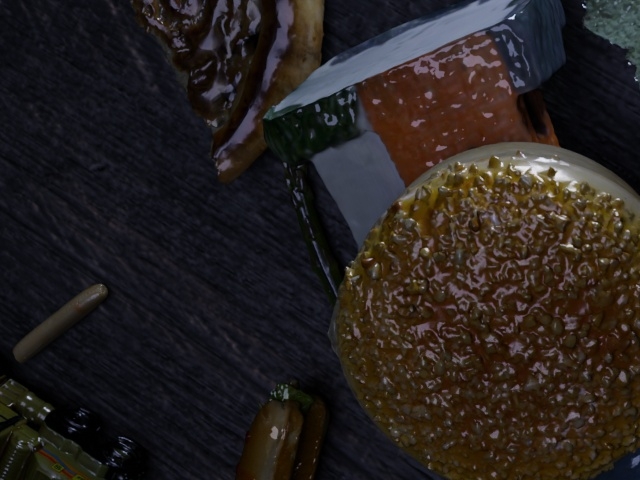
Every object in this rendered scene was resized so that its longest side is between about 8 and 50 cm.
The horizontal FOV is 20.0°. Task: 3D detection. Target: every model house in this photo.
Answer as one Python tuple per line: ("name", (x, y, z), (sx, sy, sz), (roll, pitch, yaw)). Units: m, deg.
("model house", (0.131, -0.051, 1.628), (0.271, 0.190, 0.301), (-21, 98, 23))

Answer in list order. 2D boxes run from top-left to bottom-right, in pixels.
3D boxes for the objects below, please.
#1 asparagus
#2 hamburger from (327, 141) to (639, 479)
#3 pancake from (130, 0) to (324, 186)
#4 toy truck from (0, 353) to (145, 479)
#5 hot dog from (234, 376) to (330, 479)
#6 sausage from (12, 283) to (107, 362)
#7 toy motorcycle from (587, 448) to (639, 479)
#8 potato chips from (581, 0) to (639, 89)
("asparagus", (0.000, 0.000, 1.759), (0.034, 0.027, 0.236), (-20, 90, 19))
("hamburger", (0.159, 0.064, 1.470), (0.302, 0.170, 0.302), (5, 116, 10))
("pancake", (-0.071, -0.211, 1.741), (0.212, 0.056, 0.257), (-30, 86, 23))
("toy truck", (-0.317, 0.221, 1.872), (0.257, 0.127, 0.127), (33, 110, 18))
("hot dog", (-0.053, 0.248, 1.778), (0.076, 0.104, 0.250), (18, 109, 26))
("sausage", (-0.271, 0.085, 1.886), (0.132, 0.024, 0.024), (-38, 83, 23))
("toy motorcycle", (0.242, 0.269, 1.621), (0.232, 0.172, 0.416), (13, 94, 26))
("potato chips", (0.330, -0.195, 1.557), (0.167, 0.059, 0.228), (-39, 49, 3))
